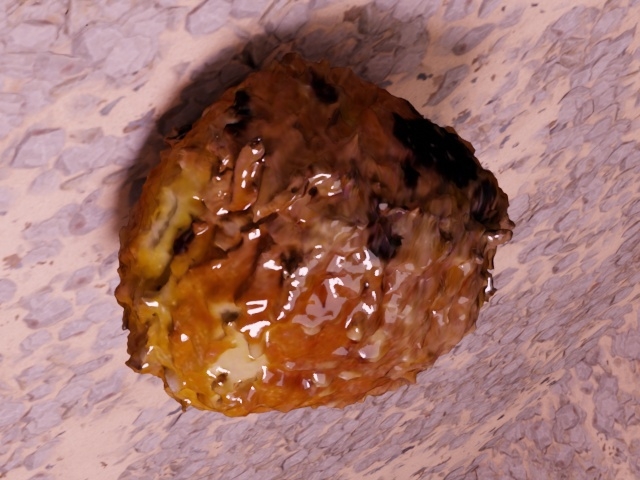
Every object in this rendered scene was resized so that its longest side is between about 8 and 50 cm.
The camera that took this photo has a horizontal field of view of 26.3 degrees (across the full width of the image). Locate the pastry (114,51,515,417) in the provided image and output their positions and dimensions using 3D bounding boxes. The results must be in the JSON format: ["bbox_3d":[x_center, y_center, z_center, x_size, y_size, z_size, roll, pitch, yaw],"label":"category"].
[{"bbox_3d":[-0.007,-0.009,1.359,0.405,0.292,0.337,-10,137,-21],"label":"pastry"}]
